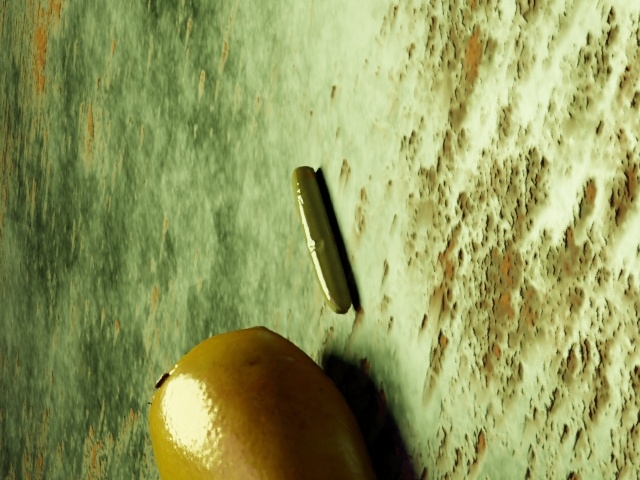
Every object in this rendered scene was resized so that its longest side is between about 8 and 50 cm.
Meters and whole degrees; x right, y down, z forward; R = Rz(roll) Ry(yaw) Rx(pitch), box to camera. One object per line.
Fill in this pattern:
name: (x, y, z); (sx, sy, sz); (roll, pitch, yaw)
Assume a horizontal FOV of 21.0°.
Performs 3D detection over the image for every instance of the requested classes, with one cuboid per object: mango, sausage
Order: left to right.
mango: (-0.030, 0.198, 1.330); (0.257, 0.138, 0.187); (48, 121, 36)
sausage: (0.000, 0.000, 1.372); (0.024, 0.024, 0.132); (120, 142, -53)
